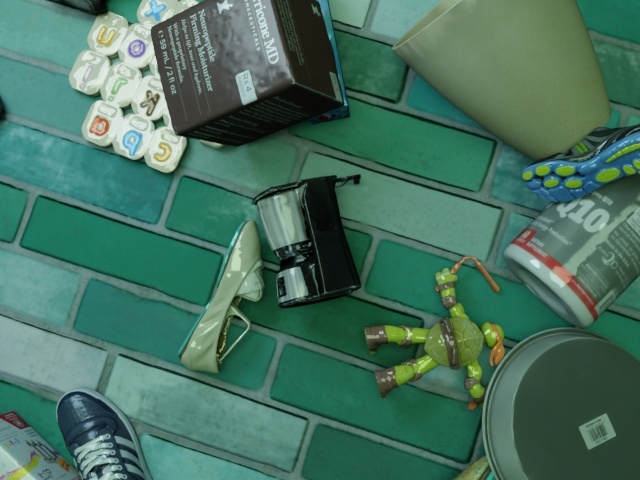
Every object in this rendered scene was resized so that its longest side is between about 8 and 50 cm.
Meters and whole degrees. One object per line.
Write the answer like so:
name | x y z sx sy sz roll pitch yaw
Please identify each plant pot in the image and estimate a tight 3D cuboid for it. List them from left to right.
plant pot | 0.288 -0.254 1.144 0.256 0.256 0.274 -41 100 0

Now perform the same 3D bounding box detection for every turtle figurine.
turtle figurine | 0.185 0.169 1.174 0.217 0.087 0.270 -14 84 3

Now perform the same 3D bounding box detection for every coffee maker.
coffee maker | 0.000 0.000 1.186 0.171 0.120 0.178 -16 84 2

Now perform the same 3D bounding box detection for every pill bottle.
pill bottle | 0.416 -0.027 1.139 0.161 0.161 0.283 44 89 7

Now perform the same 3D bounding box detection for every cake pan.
cake pan | 0.374 0.267 1.124 0.293 0.054 0.293 3 77 -13

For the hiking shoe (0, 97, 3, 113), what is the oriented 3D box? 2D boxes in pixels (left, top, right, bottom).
hiking shoe | -0.612 -0.261 1.255 0.227 0.114 0.086 35 88 6

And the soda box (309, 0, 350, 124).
soda box | -0.006 -0.294 1.237 0.067 0.071 0.210 -10 84 5

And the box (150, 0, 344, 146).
box | -0.103 -0.251 1.141 0.203 0.167 0.169 -18 81 25

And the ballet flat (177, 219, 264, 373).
ballet flat | -0.131 0.092 1.208 0.086 0.086 0.248 27 96 6

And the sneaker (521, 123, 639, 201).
sneaker | 0.370 -0.108 1.085 0.188 0.078 0.067 -21 112 31

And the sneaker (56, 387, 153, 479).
sneaker | -0.317 0.345 1.159 0.099 0.153 0.282 -31 83 0

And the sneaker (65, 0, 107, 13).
sneaker | -0.325 -0.479 1.264 0.135 0.097 0.276 35 90 7

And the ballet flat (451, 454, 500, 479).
ballet flat | 0.173 0.458 1.145 0.123 0.123 0.349 17 84 5

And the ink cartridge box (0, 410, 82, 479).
ink cartridge box | -0.461 0.366 1.180 0.176 0.128 0.127 41 89 6

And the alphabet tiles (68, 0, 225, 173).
alphabet tiles | -0.254 -0.260 1.277 0.284 0.021 0.278 23 85 6
